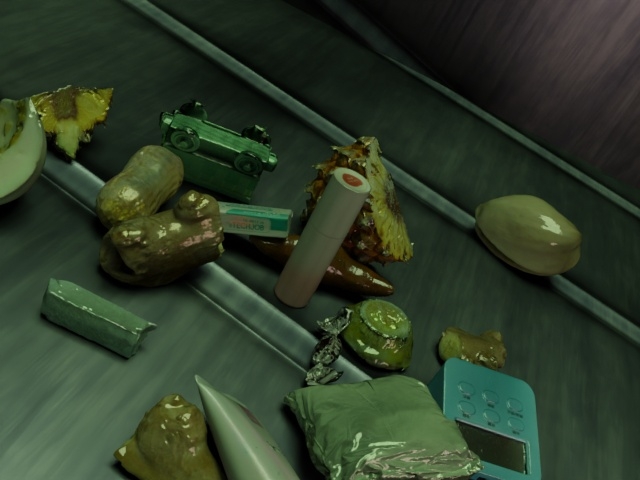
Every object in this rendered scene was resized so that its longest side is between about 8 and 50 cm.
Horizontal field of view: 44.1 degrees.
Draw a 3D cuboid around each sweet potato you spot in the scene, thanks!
[{"bbox_3d":[0.002,0.046,1.838,0.359,0.112,0.112,20,32,-13],"label":"sweet potato"}]

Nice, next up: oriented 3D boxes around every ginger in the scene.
[{"bbox_3d":[-0.308,-0.008,1.591,0.275,0.221,0.130,-1,50,-51],"label":"ginger"},{"bbox_3d":[-0.207,0.334,1.258,0.193,0.123,0.115,35,14,-1],"label":"ginger"},{"bbox_3d":[0.372,0.260,1.854,0.213,0.074,0.137,9,35,-38],"label":"ginger"}]

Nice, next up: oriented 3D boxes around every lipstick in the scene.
[{"bbox_3d":[0.000,0.000,1.691,0.087,0.327,0.087,21,32,-13],"label":"lipstick"}]

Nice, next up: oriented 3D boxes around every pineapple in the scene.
[{"bbox_3d":[-0.600,-0.265,1.854,0.249,0.139,0.164,-27,101,-37],"label":"pineapple"},{"bbox_3d":[0.034,-0.050,1.908,0.209,0.286,0.344,-38,113,-56],"label":"pineapple"}]

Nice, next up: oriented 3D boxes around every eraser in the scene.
[{"bbox_3d":[-0.179,-0.050,1.808,0.225,0.052,0.095,6,16,1],"label":"eraser"}]

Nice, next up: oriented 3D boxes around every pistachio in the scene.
[{"bbox_3d":[0.612,-0.021,2.340,0.331,0.208,0.226,31,74,19],"label":"pistachio"}]

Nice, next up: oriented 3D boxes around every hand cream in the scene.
[{"bbox_3d":[-0.092,0.378,1.271,0.359,0.118,0.185,57,7,38],"label":"hand cream"}]

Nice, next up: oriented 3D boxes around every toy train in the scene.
[{"bbox_3d":[-0.261,-0.215,1.930,0.300,0.202,0.120,20,56,-14],"label":"toy train"}]

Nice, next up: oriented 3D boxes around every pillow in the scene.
[{"bbox_3d":[0.111,0.345,1.431,0.309,0.138,0.283,0,26,-25],"label":"pillow"}]

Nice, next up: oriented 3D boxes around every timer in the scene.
[{"bbox_3d":[0.344,0.384,1.635,0.231,0.091,0.250,20,36,-14],"label":"timer"}]

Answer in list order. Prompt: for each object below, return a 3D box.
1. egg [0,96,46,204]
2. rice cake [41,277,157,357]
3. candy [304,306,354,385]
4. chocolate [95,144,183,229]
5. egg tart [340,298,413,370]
[{"bbox_3d":[-0.667,-0.160,1.573,0.271,0.162,0.206,-25,89,-16],"label":"egg"},{"bbox_3d":[-0.405,0.141,1.425,0.206,0.069,0.063,29,29,-4],"label":"rice cake"},{"bbox_3d":[0.019,0.217,1.630,0.051,0.094,0.226,57,29,-24],"label":"candy"},{"bbox_3d":[-0.396,-0.120,1.750,0.134,0.134,0.309,29,32,1],"label":"chocolate"},{"bbox_3d":[0.128,0.198,1.746,0.197,0.078,0.197,18,33,-12],"label":"egg tart"}]
